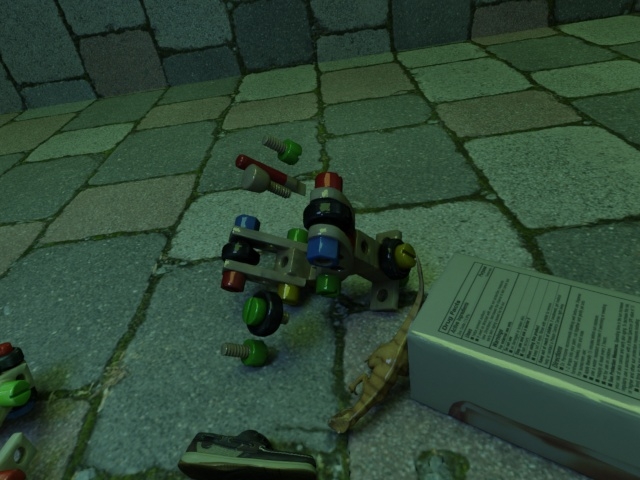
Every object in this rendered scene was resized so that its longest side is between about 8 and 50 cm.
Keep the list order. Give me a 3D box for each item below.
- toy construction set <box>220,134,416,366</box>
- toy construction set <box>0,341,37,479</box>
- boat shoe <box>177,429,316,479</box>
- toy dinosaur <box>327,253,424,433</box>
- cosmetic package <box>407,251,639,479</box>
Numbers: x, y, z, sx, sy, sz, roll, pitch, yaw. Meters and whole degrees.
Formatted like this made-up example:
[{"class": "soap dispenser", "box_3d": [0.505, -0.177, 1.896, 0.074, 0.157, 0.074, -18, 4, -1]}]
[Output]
[{"class": "toy construction set", "box_3d": [0.000, 0.000, 0.652, 0.237, 0.257, 0.309, 20, 38, -37]}, {"class": "toy construction set", "box_3d": [-0.465, 0.219, 0.482, 0.326, 0.151, 0.215, 3, 12, 5]}, {"class": "boat shoe", "box_3d": [-0.077, 0.227, 0.457, 0.152, 0.056, 0.049, -2, 41, 12]}, {"class": "toy dinosaur", "box_3d": [0.086, 0.131, 0.493, 0.064, 0.112, 0.212, 28, 84, 17]}, {"class": "cosmetic package", "box_3d": [0.256, 0.134, 0.442, 0.295, 0.129, 0.153, 17, 45, 31]}]
